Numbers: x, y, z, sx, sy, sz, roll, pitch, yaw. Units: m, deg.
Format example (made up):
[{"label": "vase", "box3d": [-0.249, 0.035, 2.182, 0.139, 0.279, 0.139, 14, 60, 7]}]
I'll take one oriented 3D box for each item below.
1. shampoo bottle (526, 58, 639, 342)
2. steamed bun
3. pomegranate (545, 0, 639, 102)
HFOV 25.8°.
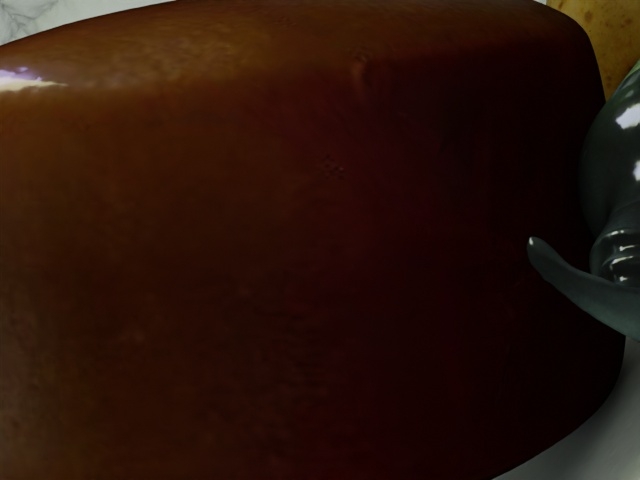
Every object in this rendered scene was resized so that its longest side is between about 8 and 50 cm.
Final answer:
[{"label": "shampoo bottle", "box3d": [0.173, -0.044, 0.589, 0.101, 0.101, 0.284, -49, -1, 43]}, {"label": "steamed bun", "box3d": [0.000, 0.000, 0.645, 0.379, 0.235, 0.248, -12, 11, -41]}, {"label": "pomegranate", "box3d": [0.232, -0.144, 0.875, 0.196, 0.196, 0.196, -48, -1, -1]}]
